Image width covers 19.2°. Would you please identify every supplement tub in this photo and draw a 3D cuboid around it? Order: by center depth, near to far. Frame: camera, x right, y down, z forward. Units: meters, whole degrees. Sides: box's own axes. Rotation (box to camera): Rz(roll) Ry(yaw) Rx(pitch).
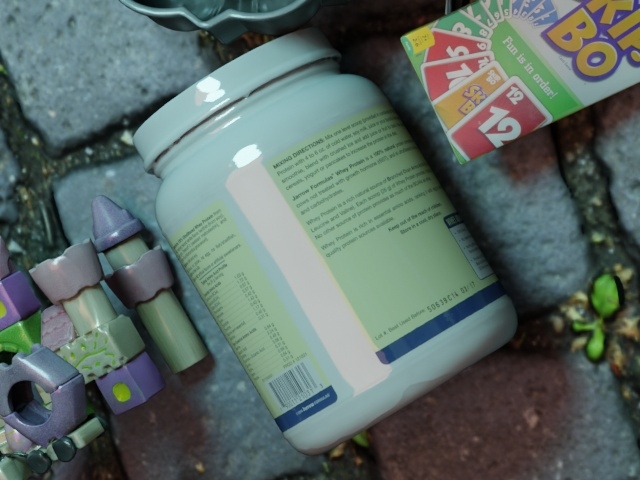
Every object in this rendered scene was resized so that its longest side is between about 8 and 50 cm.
[{"bbox_3d":[0.000,0.000,1.675,0.235,0.235,0.325,-33,85,26],"label":"supplement tub"}]

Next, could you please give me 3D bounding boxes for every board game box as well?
[{"bbox_3d":[0.211,-0.174,1.618,0.259,0.039,0.124,-25,97,8],"label":"board game box"}]

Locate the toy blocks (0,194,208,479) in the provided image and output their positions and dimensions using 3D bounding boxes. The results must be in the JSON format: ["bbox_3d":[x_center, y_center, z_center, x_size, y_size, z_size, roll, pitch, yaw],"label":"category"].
[{"bbox_3d":[-0.316,0.085,1.794,0.289,0.309,0.260,-27,94,26],"label":"toy blocks"}]

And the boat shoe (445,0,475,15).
[{"bbox_3d":[0.155,-0.266,1.648,0.075,0.065,0.206,19,107,20],"label":"boat shoe"}]

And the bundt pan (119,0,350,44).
[{"bbox_3d":[-0.069,-0.319,1.661,0.331,0.124,0.330,-2,75,9],"label":"bundt pan"}]
